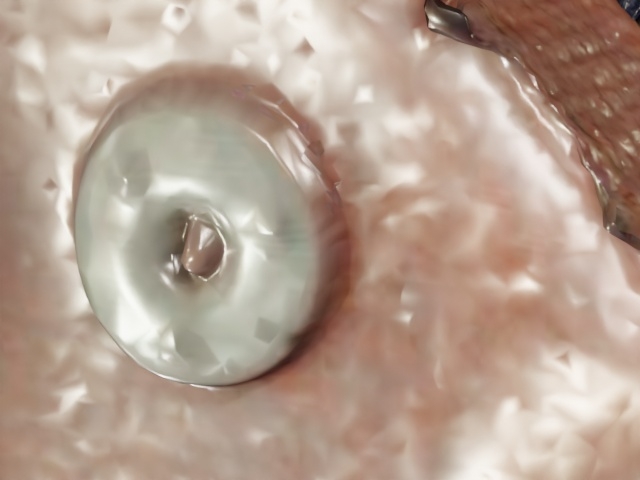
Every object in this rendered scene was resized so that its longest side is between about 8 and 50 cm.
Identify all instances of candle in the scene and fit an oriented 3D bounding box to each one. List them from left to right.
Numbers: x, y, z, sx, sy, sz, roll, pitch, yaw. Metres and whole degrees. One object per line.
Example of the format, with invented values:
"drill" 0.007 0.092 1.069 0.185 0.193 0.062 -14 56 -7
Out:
"candle" 0.000 0.000 0.490 0.287 0.317 0.131 5 -163 32

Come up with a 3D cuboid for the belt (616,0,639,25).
"belt" 0.230 -0.053 0.781 0.126 0.230 0.140 -5 135 -40
